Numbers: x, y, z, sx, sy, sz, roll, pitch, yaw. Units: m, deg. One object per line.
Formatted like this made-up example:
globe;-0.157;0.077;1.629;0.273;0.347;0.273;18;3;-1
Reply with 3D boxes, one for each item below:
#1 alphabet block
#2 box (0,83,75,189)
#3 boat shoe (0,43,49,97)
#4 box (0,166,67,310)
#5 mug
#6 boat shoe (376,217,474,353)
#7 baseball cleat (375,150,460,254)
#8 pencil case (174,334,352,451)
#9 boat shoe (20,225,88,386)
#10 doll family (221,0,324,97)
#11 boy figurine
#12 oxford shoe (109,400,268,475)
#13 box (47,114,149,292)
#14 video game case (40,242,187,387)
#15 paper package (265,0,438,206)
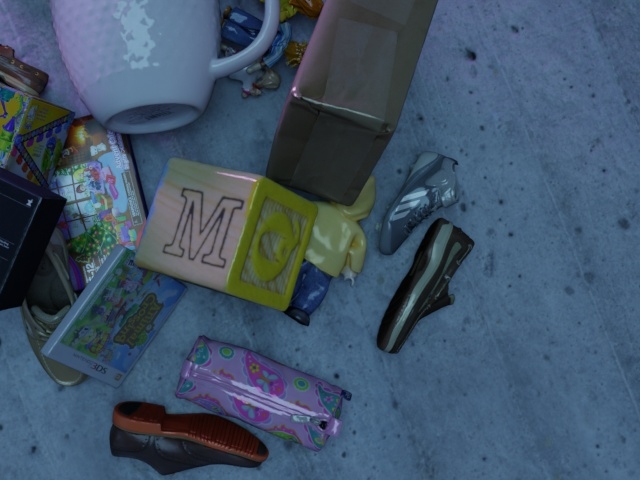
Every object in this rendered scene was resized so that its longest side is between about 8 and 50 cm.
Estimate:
alphabet block;-0.151;-0.010;1.594;0.197;0.192;0.193;14;85;33
box;-0.604;-0.139;1.576;0.290;0.177;0.279;22;92;8
boat shoe;-0.555;-0.311;1.692;0.178;0.064;0.060;34;79;-7
box;-0.535;-0.034;1.427;0.261;0.103;0.184;25;97;7
mug;-0.251;-0.363;1.586;0.374;0.276;0.328;-11;82;7
boat shoe;0.191;0.091;1.694;0.095;0.095;0.257;29;84;-7
baseball cleat;0.176;-0.059;1.701;0.109;0.072;0.205;21;83;29
pencil case;-0.099;0.260;1.647;0.284;0.124;0.124;23;84;-1
boat shoe;-0.442;0.120;1.598;0.109;0.098;0.302;-8;113;-6
doll family;-0.086;-0.379;1.696;0.163;0.118;0.262;24;86;0
boy figurine;0.000;0.000;1.688;0.177;0.092;0.285;29;83;-1
oxford shoe;-0.225;0.351;1.657;0.271;0.097;0.098;14;105;2
box;-0.406;-0.063;1.681;0.201;0.057;0.293;-15;87;-4
video game case;-0.336;0.130;1.616;0.023;0.193;0.212;30;83;34
paper package;0.049;-0.261;1.571;0.168;0.309;0.324;20;66;-4
